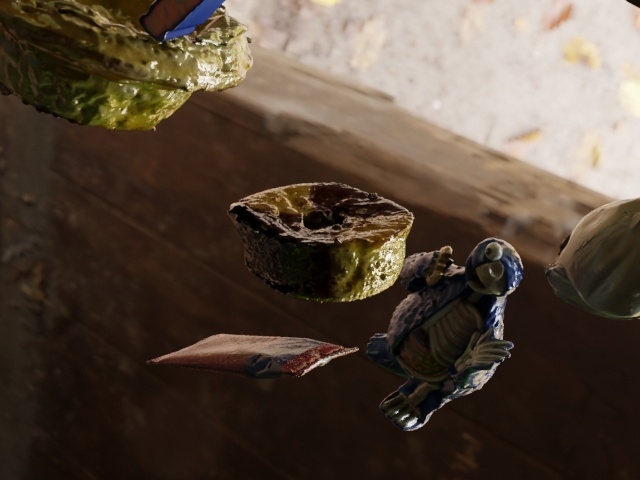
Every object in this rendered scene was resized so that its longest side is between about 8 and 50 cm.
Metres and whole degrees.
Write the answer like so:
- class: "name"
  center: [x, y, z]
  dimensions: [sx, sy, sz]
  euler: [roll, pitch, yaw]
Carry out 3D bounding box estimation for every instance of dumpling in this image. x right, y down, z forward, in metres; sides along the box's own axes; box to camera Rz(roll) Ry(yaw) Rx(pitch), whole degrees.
- class: "dumpling"
  center: [0.323, 0.024, 1.790]
  dimensions: [0.136, 0.199, 0.118]
  euler: [46, 47, -3]

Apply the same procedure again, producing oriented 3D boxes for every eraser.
- class: "eraser"
  center: [-0.101, -0.185, 1.354]
  dimensions: [0.063, 0.085, 0.027]
  euler: [-41, 90, 17]

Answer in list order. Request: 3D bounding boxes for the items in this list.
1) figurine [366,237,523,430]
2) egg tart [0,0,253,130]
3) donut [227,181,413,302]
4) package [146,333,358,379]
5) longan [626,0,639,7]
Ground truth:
- class: "figurine"
  center: [0.143, 0.084, 1.807]
  dimensions: [0.121, 0.262, 0.164]
  euler: [-5, 69, -29]
- class: "egg tart"
  center: [-0.201, -0.178, 1.478]
  dimensions: [0.288, 0.288, 0.118]
  euler: [4, 118, -40]
- class: "donut"
  center: [0.000, 0.000, 1.318]
  dimensions: [0.140, 0.140, 0.059]
  euler: [-16, 117, -33]
- class: "package"
  center: [-0.066, 0.108, 1.648]
  dimensions: [0.083, 0.200, 0.022]
  euler: [-24, 108, -48]
- class: "longan"
  center: [0.245, -0.276, 1.207]
  dimensions: [0.248, 0.248, 0.248]
  euler: [-16, 118, -33]
